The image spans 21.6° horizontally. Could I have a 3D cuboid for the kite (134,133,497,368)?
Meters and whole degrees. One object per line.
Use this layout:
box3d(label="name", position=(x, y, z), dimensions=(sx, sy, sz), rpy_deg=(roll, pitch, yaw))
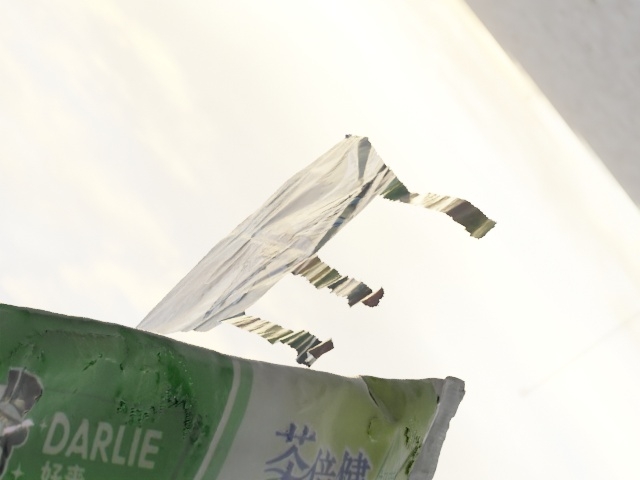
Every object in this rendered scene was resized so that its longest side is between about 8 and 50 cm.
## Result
box3d(label="kite", position=(-0.001, -0.001, 0.818), dimensions=(0.015, 0.169, 0.310), rpy_deg=(51, 166, -15))

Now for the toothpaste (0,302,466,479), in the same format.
box3d(label="toothpaste", position=(-0.043, 0.056, 0.455), dimensions=(0.047, 0.078, 0.248), rpy_deg=(22, -178, 41))
